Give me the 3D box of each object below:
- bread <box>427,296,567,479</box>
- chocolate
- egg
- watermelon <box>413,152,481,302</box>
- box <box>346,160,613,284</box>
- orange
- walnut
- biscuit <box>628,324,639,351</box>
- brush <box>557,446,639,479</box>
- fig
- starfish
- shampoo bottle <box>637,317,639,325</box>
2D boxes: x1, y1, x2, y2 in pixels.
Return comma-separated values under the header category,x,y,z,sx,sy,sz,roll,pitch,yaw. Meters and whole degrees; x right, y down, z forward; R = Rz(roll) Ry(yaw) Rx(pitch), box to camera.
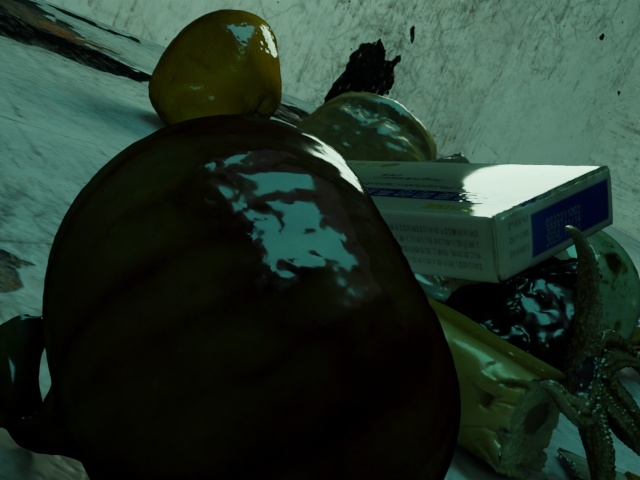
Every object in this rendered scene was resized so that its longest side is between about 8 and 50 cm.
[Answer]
category,x,y,z,sx,sy,sz,roll,pitch,yaw
bread,0.107,0.110,0.845,0.173,0.085,0.134,31,10,31
chocolate,0.196,0.069,0.976,0.156,0.133,0.156,38,-19,15
egg,0.285,0.066,1.225,0.169,0.169,0.231,30,3,31
watermelon,0.153,-0.019,1.343,0.260,0.176,0.256,56,43,-5
box,0.093,-0.029,1.071,0.343,0.065,0.200,6,19,43
orange,-0.153,-0.263,1.755,0.183,0.249,0.249,41,13,5
walnut,0.078,-0.145,1.750,0.245,0.198,0.198,22,10,8
biscuit,0.427,0.124,1.391,0.158,0.035,0.240,-21,-11,34
brush,0.347,0.248,0.887,0.314,0.017,0.090,24,11,-4
fig,-0.037,0.058,0.533,0.235,0.214,0.235,39,-10,8
starfish,0.212,0.098,0.817,0.057,0.238,0.213,-12,10,30
shampoo bottle,0.516,0.150,1.619,0.087,0.050,0.183,25,10,-9
